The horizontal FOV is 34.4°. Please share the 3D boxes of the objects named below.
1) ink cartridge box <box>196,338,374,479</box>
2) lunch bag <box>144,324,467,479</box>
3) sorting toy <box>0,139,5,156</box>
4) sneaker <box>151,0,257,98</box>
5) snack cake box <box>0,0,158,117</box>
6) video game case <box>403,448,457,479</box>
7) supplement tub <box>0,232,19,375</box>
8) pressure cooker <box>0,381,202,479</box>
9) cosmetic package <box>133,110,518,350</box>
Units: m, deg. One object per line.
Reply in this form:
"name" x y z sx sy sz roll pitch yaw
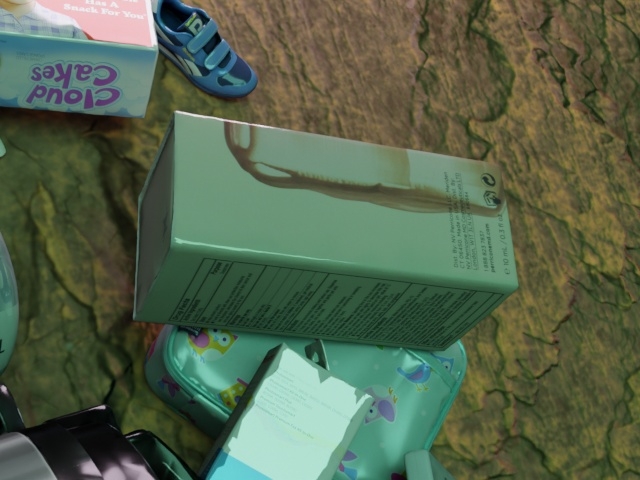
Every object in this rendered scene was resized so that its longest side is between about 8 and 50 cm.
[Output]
"ink cartridge box" -0.026 0.154 0.850 0.090 0.092 0.143 32 77 -4
"lunch bag" -0.011 0.110 0.982 0.279 0.108 0.224 37 63 -4
"sorting toy" -0.341 -0.098 0.981 0.075 0.045 0.083 51 61 -18
"sneaker" -0.127 -0.204 1.084 0.144 0.059 0.053 35 60 -6
"snack cake box" -0.296 -0.208 0.979 0.264 0.089 0.152 3 46 -20
"video game case" 0.128 0.316 0.900 0.026 0.206 0.227 -16 60 14
"supplement tub" -0.396 0.066 0.698 0.338 0.207 0.207 -23 79 -53
"pressure cooker" -0.214 0.322 0.669 0.420 0.375 0.369 -16 111 -28
"cosmetic package" 0.000 0.000 0.889 0.296 0.153 0.129 8 60 -21
